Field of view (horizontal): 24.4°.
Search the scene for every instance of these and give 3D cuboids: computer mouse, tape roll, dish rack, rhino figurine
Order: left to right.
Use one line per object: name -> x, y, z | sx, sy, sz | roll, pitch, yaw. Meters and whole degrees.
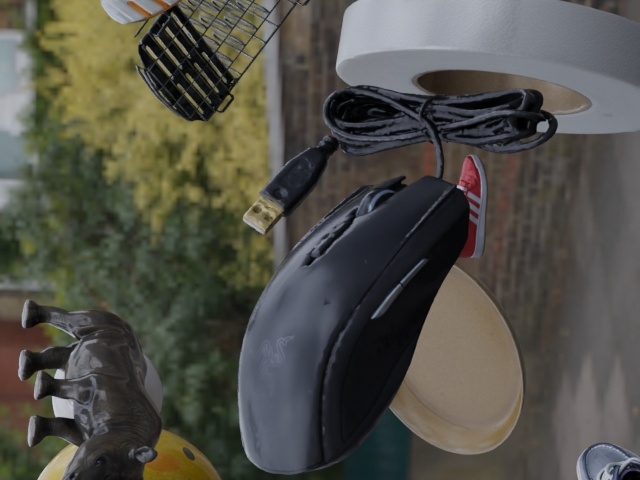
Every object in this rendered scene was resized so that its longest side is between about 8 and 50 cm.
rhino figurine -> -0.186, 0.139, 1.228 | 0.243, 0.106, 0.073 | -114, 34, -52
dish rack -> -0.100, -0.262, 1.542 | 0.271, 0.074, 0.208 | -55, -28, -8
computer mouse -> 0.000, 0.000, 0.828 | 0.060, 0.184, 0.262 | 49, -116, -35
tape roll -> 0.213, -0.198, 1.693 | 0.392, 0.392, 0.072 | 79, -161, -84

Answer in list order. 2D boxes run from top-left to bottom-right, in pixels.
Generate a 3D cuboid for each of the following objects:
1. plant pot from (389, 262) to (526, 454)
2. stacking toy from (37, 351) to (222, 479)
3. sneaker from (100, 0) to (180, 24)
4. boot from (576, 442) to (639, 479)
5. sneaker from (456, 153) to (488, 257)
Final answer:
plant pot -> 0.133, 0.117, 1.595 | 0.032, 0.236, 0.236 | -25, -51, -38
stacking toy -> -0.194, 0.307, 1.480 | 0.350, 0.351, 0.480 | 90, 164, -60
sneaker -> -0.122, -0.286, 1.377 | 0.215, 0.084, 0.083 | -50, 2, -2
boot -> 0.275, 0.215, 1.307 | 0.086, 0.069, 0.190 | 66, 173, -30
sneaker -> 0.152, -0.038, 1.672 | 0.042, 0.067, 0.118 | -157, 65, -72
